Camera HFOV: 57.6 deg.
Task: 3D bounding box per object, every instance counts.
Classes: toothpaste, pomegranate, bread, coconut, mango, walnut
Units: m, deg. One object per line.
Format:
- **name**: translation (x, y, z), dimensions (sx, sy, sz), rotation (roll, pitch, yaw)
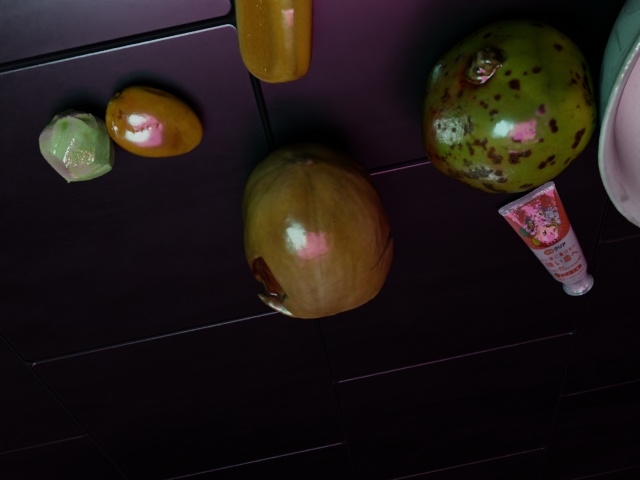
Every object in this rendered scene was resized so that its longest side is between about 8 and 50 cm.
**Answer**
- **toothpaste**: translation (0.375, 0.001, 0.940), dimensions (0.089, 0.057, 0.234), rotation (-31, 123, 19)
- **pomegranate**: translation (0.217, -0.155, 0.692), dimensions (0.198, 0.246, 0.199), rotation (5, 106, 17)
- **bread**: translation (-0.046, -0.277, 0.573), dimensions (0.092, 0.074, 0.239), rotation (20, 137, 20)
- **coconut**: translation (-0.284, -0.115, 0.683), dimensions (0.083, 0.081, 0.082), rotation (-4, 170, -27)
- **mango**: translation (-0.194, -0.138, 0.688), dimensions (0.114, 0.060, 0.080), rotation (22, 109, -25)
- **walnut**: translation (0.000, 0.000, 0.768), dimensions (0.202, 0.203, 0.298), rotation (-15, 150, 3)

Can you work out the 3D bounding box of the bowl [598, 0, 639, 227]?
- **bowl**: translation (0.477, -0.225, 0.643), dimensions (0.434, 0.196, 0.435), rotation (-5, 134, -6)
